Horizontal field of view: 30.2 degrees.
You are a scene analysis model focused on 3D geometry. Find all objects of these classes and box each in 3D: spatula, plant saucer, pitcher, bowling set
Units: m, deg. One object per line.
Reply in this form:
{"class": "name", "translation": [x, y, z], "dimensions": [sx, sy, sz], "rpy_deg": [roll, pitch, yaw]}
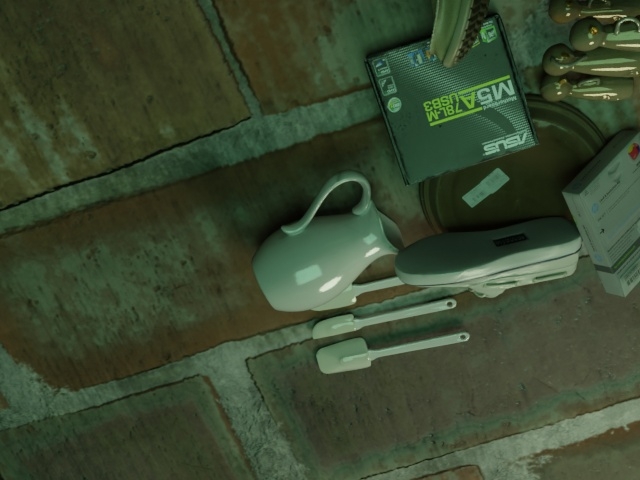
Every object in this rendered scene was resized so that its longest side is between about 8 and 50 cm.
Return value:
{"class": "spatula", "translation": [0.100, 0.119, 1.815], "dimensions": [0.242, 0.019, 0.168], "rpy_deg": [-12, 114, 6]}
{"class": "plant saucer", "translation": [0.280, -0.074, 1.686], "dimensions": [0.278, 0.041, 0.277], "rpy_deg": [0, 121, 1]}
{"class": "pitcher", "translation": [0.000, 0.000, 1.680], "dimensions": [0.207, 0.125, 0.177], "rpy_deg": [-27, 125, 7]}
{"class": "bowling set", "translation": [0.349, -0.293, 1.503], "dimensions": [0.154, 0.287, 0.199], "rpy_deg": [-3, 78, -7]}

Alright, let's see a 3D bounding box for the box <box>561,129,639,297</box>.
{"class": "box", "translation": [0.423, -0.037, 1.660], "dimensions": [0.145, 0.038, 0.186], "rpy_deg": [-43, 121, -23]}

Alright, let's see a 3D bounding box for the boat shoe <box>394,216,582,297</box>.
{"class": "boat shoe", "translation": [0.237, 0.036, 1.670], "dimensions": [0.268, 0.096, 0.088], "rpy_deg": [-13, 125, -10]}

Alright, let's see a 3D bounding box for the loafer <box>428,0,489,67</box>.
{"class": "loafer", "translation": [0.166, -0.354, 1.488], "dimensions": [0.092, 0.102, 0.268], "rpy_deg": [13, 106, 18]}

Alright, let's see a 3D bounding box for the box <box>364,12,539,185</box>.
{"class": "box", "translation": [0.176, -0.188, 1.591], "dimensions": [0.191, 0.045, 0.184], "rpy_deg": [-16, 101, 10]}
